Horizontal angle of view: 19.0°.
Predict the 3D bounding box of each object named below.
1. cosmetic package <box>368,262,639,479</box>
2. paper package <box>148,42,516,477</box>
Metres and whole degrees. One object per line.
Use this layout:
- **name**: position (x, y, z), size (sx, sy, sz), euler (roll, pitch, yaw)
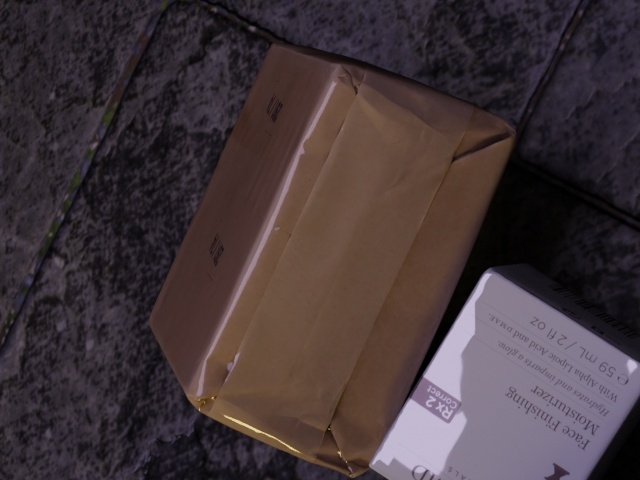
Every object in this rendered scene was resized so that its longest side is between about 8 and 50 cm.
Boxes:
- **cosmetic package**: position (0.161, 0.133, 1.493), size (0.151, 0.151, 0.183), euler (32, 100, 14)
- **paper package**: position (0.000, 0.000, 1.613), size (0.309, 0.168, 0.325), euler (-66, 13, 3)
